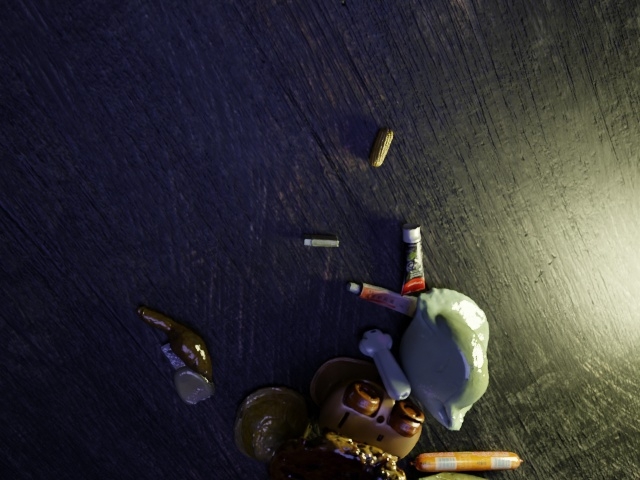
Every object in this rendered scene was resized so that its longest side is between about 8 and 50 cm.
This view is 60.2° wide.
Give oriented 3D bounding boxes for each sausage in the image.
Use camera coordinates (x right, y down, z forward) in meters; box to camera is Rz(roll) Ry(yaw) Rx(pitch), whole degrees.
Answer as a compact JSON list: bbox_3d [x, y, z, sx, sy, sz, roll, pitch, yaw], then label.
[{"bbox_3d":[0.437,0.658,1.647,0.348,0.053,0.053,2,110,-7],"label":"sausage"}]

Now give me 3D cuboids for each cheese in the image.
[{"bbox_3d":[-0.355,0.345,1.445,0.097,0.037,0.192,-26,112,2],"label":"cheese"}]

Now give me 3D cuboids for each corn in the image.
[{"bbox_3d":[0.141,-0.218,1.294,0.037,0.037,0.092,15,111,-12],"label":"corn"}]

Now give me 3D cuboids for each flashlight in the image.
[{"bbox_3d":[0.168,0.319,1.420,0.093,0.200,0.047,-10,141,-23],"label":"flashlight"}]

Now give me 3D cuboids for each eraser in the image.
[{"bbox_3d":[0.000,0.000,1.357,0.083,0.038,0.019,3,112,-9],"label":"eraser"}]

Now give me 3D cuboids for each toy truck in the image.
[{"bbox_3d":[0.116,0.452,1.450,0.288,0.211,0.204,25,106,-11],"label":"toy truck"}]

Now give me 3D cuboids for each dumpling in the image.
[{"bbox_3d":[0.342,0.315,1.426,0.270,0.211,0.320,6,119,-11],"label":"dumpling"}]

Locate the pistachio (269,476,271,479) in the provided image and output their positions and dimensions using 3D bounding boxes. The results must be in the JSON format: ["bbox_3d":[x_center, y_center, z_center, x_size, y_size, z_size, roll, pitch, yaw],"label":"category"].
[{"bbox_3d":[-0.016,0.664,1.525,0.187,0.187,0.299,38,110,-18],"label":"pistachio"}]

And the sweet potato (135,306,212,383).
[{"bbox_3d":[-0.351,0.251,1.395,0.075,0.075,0.269,-41,101,9],"label":"sweet potato"}]

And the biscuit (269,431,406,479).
[{"bbox_3d":[0.042,0.570,1.346,0.334,0.081,0.289,14,124,2],"label":"biscuit"}]

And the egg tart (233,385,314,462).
[{"bbox_3d":[-0.129,0.515,1.510,0.252,0.098,0.232,-45,112,7],"label":"egg tart"}]

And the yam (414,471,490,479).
[{"bbox_3d":[0.382,0.739,1.644,0.259,0.106,0.106,16,108,-11],"label":"yam"}]

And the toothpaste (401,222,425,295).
[{"bbox_3d":[0.235,0.050,1.403,0.071,0.045,0.193,-13,115,-18],"label":"toothpaste"}]

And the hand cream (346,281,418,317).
[{"bbox_3d":[0.167,0.151,1.439,0.216,0.038,0.052,19,135,-17],"label":"hand cream"}]
